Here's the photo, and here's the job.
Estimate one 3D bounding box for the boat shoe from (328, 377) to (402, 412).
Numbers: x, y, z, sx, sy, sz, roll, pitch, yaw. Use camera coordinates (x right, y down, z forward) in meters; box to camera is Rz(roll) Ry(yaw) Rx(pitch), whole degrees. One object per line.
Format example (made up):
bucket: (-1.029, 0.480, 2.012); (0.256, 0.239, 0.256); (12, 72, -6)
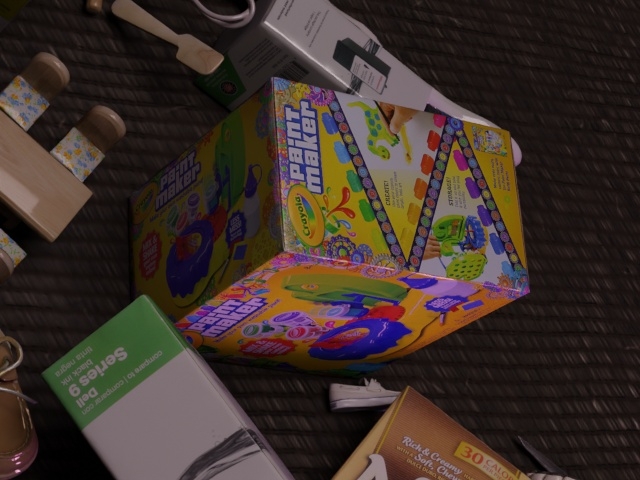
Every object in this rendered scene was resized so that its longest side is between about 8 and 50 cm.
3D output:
boat shoe: (0.052, 0.162, 1.755); (0.100, 0.035, 0.035); (0, 71, -28)

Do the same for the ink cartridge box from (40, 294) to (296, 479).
ink cartridge box: (-0.093, 0.215, 1.442); (0.121, 0.211, 0.289); (-37, 67, -5)

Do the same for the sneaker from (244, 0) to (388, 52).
sneaker: (-0.021, -0.233, 1.858); (0.234, 0.084, 0.097); (46, 38, 5)

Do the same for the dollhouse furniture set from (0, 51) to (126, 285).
dollhouse furniture set: (-0.312, -0.110, 1.541); (0.242, 0.161, 0.212); (43, 51, -11)

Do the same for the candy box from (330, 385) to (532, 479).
candy box: (0.066, 0.312, 1.630); (0.183, 0.087, 0.316); (38, 50, 6)

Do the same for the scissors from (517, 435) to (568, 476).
scissors: (0.336, 0.318, 1.893); (0.109, 0.021, 0.297); (-38, 91, -38)

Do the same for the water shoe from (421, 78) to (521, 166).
water shoe: (0.142, -0.121, 1.945); (0.203, 0.073, 0.080); (29, 81, -22)

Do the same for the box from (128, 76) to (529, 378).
box: (0.000, 0.000, 1.627); (0.279, 0.290, 0.177); (10, 64, -31)

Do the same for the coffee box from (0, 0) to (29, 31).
coffee box: (-0.313, -0.470, 1.584); (0.338, 0.334, 0.337); (36, 57, -17)

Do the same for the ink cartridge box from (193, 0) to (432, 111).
ink cartridge box: (-0.006, -0.167, 1.793); (0.208, 0.153, 0.087); (38, 52, -17)

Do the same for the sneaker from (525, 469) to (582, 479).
sneaker: (0.341, 0.379, 1.803); (0.330, 0.130, 0.147); (28, 80, -8)

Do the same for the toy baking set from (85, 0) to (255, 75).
toy baking set: (-0.157, -0.296, 1.761); (0.197, 0.030, 0.256); (5, 65, 9)

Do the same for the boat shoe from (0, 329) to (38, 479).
boat shoe: (-0.341, 0.086, 1.474); (0.104, 0.089, 0.285); (-37, 92, -41)
